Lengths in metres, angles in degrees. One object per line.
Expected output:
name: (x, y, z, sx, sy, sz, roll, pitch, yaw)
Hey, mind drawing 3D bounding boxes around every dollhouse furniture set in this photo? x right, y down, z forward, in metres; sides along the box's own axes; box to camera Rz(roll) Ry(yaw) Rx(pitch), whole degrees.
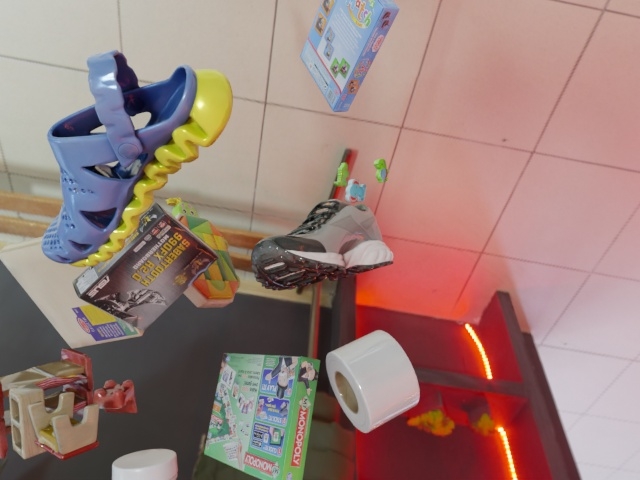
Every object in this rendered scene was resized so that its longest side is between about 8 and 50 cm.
dollhouse furniture set: (-0.500, 0.338, 1.006, 0.374, 0.201, 0.152, 4, 98, 38)

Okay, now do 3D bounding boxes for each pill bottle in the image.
pill bottle: (-0.373, 0.615, 1.110, 0.160, 0.160, 0.283, -4, 85, 7)

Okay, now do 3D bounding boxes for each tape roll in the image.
tape roll: (0.145, 0.402, 1.485, 0.169, 0.246, 0.246, -20, 133, -22)

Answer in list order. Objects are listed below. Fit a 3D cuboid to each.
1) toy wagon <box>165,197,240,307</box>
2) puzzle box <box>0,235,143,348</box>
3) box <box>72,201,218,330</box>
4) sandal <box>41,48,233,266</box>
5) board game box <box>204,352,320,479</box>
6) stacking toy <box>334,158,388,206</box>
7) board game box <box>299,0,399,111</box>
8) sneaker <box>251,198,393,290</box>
toy wagon: (-0.347, 0.021, 1.438, 0.068, 0.345, 0.267, -28, 162, 21)
puzzle box: (-0.755, 0.161, 1.592, 0.271, 0.052, 0.409, -11, 124, 12)
box: (-0.353, 0.059, 1.061, 0.231, 0.056, 0.183, -44, 139, -4)
sandal: (-0.244, -0.095, 0.586, 0.138, 0.126, 0.317, 25, 119, -39)
board game box: (-0.123, 0.330, 0.995, 0.046, 0.214, 0.317, 19, 161, -32)
stacking toy: (0.069, -0.072, 1.143, 0.052, 0.221, 0.167, 11, 177, -32)
board game box: (0.042, -0.362, 0.909, 0.039, 0.160, 0.211, -10, 149, -31)
sneaker: (0.000, 0.000, 0.661, 0.100, 0.271, 0.108, -18, 84, 29)
